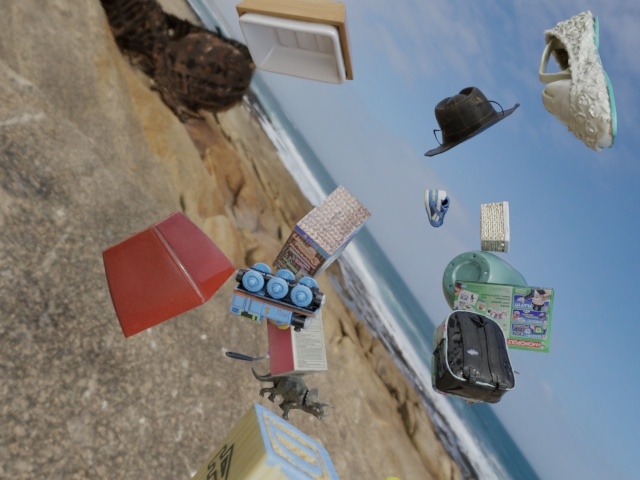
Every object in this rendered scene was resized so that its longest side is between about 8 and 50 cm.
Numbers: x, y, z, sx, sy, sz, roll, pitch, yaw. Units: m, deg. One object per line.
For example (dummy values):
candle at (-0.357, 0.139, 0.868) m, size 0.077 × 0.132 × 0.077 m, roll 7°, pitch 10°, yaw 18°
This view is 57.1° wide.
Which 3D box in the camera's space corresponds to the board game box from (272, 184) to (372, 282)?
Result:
board game box at (0.000, 0.000, 1.921) m, size 0.141 × 0.232 × 0.291 m, roll 43°, pitch -35°, yaw 5°

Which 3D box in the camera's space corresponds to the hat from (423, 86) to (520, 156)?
hat at (0.412, -0.365, 1.713) m, size 0.134 × 0.331 × 0.331 m, roll 59°, pitch 5°, yaw -5°

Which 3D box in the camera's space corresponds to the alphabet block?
alphabet block at (-0.097, 0.445, 1.038) m, size 0.192 × 0.197 × 0.193 m, roll 38°, pitch 1°, yaw -15°

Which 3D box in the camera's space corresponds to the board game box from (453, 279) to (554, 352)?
board game box at (0.608, 0.253, 1.983) m, size 0.046 × 0.318 × 0.213 m, roll -20°, pitch 113°, yaw -73°

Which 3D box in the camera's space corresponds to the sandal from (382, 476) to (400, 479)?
sandal at (0.321, 0.836, 1.811) m, size 0.318 × 0.126 × 0.138 m, roll 15°, pitch -16°, yaw 14°

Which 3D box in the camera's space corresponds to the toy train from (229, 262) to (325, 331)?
toy train at (-0.084, 0.113, 1.146) m, size 0.184 × 0.105 × 0.080 m, roll 16°, pitch 17°, yaw 7°

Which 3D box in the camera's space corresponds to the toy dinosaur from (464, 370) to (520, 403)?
toy dinosaur at (0.524, 0.427, 1.843) m, size 0.064 × 0.211 × 0.112 m, roll -9°, pitch 52°, yaw -51°

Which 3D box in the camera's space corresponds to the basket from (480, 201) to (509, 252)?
basket at (0.644, -0.048, 2.178) m, size 0.113 × 0.103 × 0.167 m, roll 59°, pitch 35°, yaw -60°

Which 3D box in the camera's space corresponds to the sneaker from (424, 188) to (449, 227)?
sneaker at (0.301, -0.080, 1.495) m, size 0.144 × 0.059 × 0.053 m, roll 57°, pitch 32°, yaw -54°

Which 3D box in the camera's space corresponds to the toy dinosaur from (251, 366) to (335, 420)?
toy dinosaur at (-0.113, 0.526, 2.084) m, size 0.313 × 0.160 × 0.121 m, roll 45°, pitch 1°, yaw -5°

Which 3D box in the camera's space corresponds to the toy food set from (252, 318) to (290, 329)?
toy food set at (-0.115, 0.220, 1.871) m, size 0.038 × 0.192 × 0.132 m, roll 48°, pitch 49°, yaw -46°

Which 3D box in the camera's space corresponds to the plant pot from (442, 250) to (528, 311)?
plant pot at (0.587, 0.171, 2.179) m, size 0.235 × 0.293 × 0.293 m, roll 38°, pitch 16°, yaw -42°

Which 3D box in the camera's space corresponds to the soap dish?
soap dish at (-0.054, -0.536, 1.554) m, size 0.291 × 0.118 × 0.229 m, roll 14°, pitch -19°, yaw 15°

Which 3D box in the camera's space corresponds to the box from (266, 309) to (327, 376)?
box at (-0.081, 0.327, 1.953) m, size 0.149 × 0.127 × 0.232 m, roll 13°, pitch 63°, yaw -42°

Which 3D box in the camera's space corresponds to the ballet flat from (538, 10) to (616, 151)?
ballet flat at (0.537, -0.334, 1.255) m, size 0.147 × 0.147 × 0.408 m, roll 52°, pitch 39°, yaw -38°

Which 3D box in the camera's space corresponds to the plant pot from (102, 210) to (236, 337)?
plant pot at (-0.435, 0.072, 1.627) m, size 0.235 × 0.267 × 0.267 m, roll 63°, pitch 16°, yaw -11°

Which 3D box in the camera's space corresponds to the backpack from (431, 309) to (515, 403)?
backpack at (0.434, 0.337, 1.718) m, size 0.191 × 0.225 × 0.253 m, roll 118°, pitch -17°, yaw -51°

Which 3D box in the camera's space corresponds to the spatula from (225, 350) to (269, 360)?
spatula at (-0.254, 0.473, 2.371) m, size 0.297 × 0.030 × 0.084 m, roll 13°, pitch 19°, yaw -36°
